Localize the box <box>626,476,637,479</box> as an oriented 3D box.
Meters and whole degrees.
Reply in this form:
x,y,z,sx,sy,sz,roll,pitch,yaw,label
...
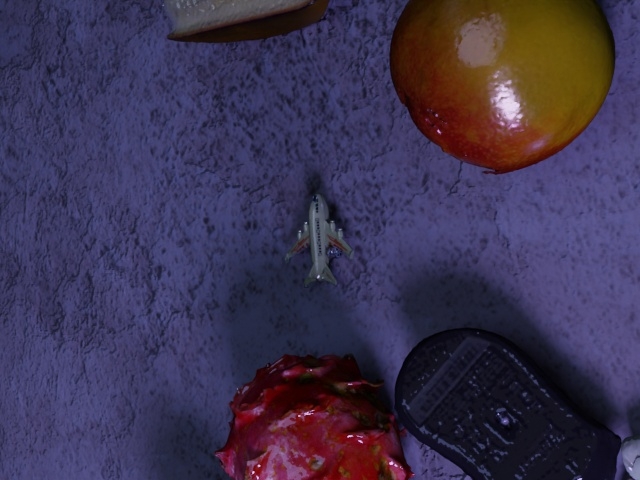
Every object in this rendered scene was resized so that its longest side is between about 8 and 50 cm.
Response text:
x,y,z,sx,sy,sz,roll,pitch,yaw,label
0.344,0.272,1.381,0.115,0.025,0.048,22,99,37,box

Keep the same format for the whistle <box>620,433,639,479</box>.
x,y,z,sx,sy,sz,roll,pitch,yaw,label
0.399,0.168,1.330,0.258,0.067,0.126,-30,54,36,whistle

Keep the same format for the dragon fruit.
x,y,z,sx,sy,sz,roll,pitch,yaw,label
0.002,0.252,1.546,0.268,0.210,0.205,52,131,24,dragon fruit

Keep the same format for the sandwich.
x,y,z,sx,sy,sz,roll,pitch,yaw,label
-0.074,-0.302,1.737,0.258,0.096,0.094,-8,86,35,sandwich

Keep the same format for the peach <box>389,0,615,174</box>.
x,y,z,sx,sy,sz,roll,pitch,yaw,label
0.186,-0.185,1.452,0.231,0.231,0.231,-6,81,37,peach

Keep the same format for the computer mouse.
x,y,z,sx,sy,sz,roll,pitch,yaw,label
0.198,0.199,1.465,0.147,0.088,0.264,-48,57,4,computer mouse

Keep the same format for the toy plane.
x,y,z,sx,sy,sz,roll,pitch,yaw,label
0.000,0.000,1.673,0.102,0.040,0.111,-2,82,36,toy plane
